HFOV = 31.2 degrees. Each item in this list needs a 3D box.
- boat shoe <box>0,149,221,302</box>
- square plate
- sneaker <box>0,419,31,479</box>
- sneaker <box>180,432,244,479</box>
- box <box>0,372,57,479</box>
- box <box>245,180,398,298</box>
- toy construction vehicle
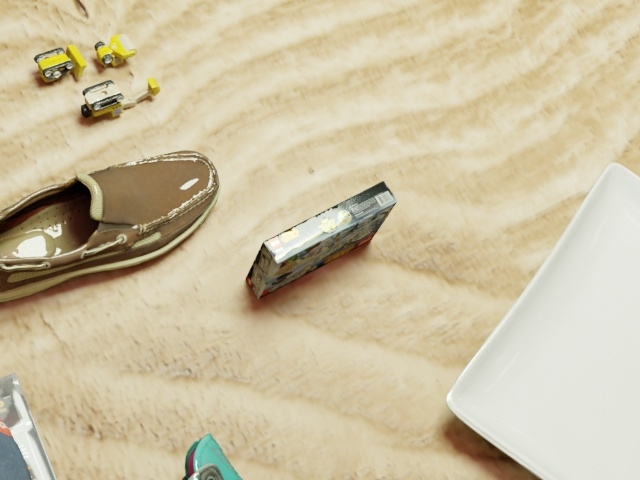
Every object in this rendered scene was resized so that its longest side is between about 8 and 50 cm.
[{"bbox_3d":[-0.200,-0.021,1.035,0.257,0.095,0.095,-28,76,-24],"label":"boat shoe"},{"bbox_3d":[0.339,0.142,1.126,0.344,0.049,0.347,38,63,5],"label":"square plate"},{"bbox_3d":[-0.386,0.202,0.817,0.350,0.131,0.148,-14,63,-24],"label":"sneaker"},{"bbox_3d":[-0.048,0.239,0.948,0.296,0.124,0.178,-15,80,-19],"label":"sneaker"},{"bbox_3d":[-0.321,0.232,0.912,0.231,0.056,0.183,-20,71,-21],"label":"box"},{"bbox_3d":[0.000,0.000,1.078,0.137,0.094,0.027,-27,75,-24],"label":"box"},{"bbox_3d":[-0.220,-0.160,1.133,0.098,0.035,0.086,-26,64,-26],"label":"toy construction vehicle"}]
